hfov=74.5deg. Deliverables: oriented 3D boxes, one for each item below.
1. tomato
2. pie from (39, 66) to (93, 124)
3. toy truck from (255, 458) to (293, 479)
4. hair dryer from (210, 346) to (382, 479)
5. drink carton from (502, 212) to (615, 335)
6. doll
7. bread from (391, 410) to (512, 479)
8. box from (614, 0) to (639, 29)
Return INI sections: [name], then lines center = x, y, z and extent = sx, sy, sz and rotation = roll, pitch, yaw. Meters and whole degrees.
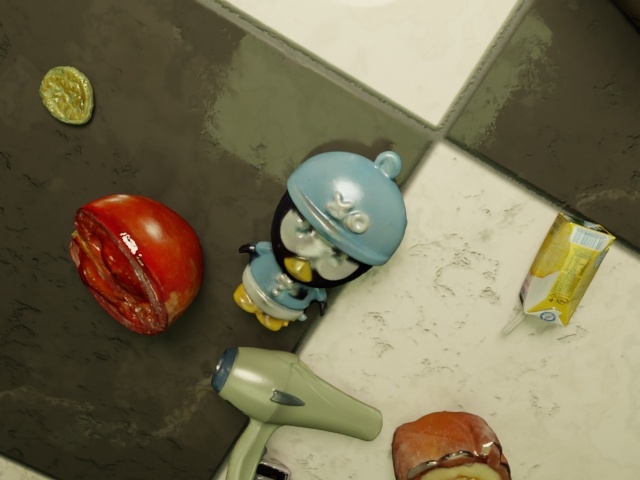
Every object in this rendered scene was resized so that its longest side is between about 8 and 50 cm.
[tomato]
center = -0.256, 0.027, 0.626
extent = 0.233, 0.140, 0.200
rotation = -24, 102, 49
[pie]
center = -0.365, -0.210, 0.609
extent = 0.084, 0.021, 0.084
rotation = 3, 114, 7
[toy truck]
center = -0.136, 0.532, 0.793
extent = 0.125, 0.155, 0.267
rotation = 19, 108, -2
[hair dryer]
center = -0.040, 0.332, 0.707
extent = 0.296, 0.119, 0.297
rotation = 5, 86, -15
[drink carton]
center = 0.339, 0.066, 0.612
extent = 0.075, 0.084, 0.199
rotation = 18, 112, 9
[doll]
center = 0.000, 0.000, 0.589
extent = 0.177, 0.141, 0.314
rotation = 39, 112, -5
[bread]
center = 0.227, 0.415, 0.729
extent = 0.190, 0.123, 0.244
rotation = -14, 108, 12
[box]
center = 0.419, -0.335, 0.401
extent = 0.297, 0.190, 0.225
rotation = 41, 108, -11
